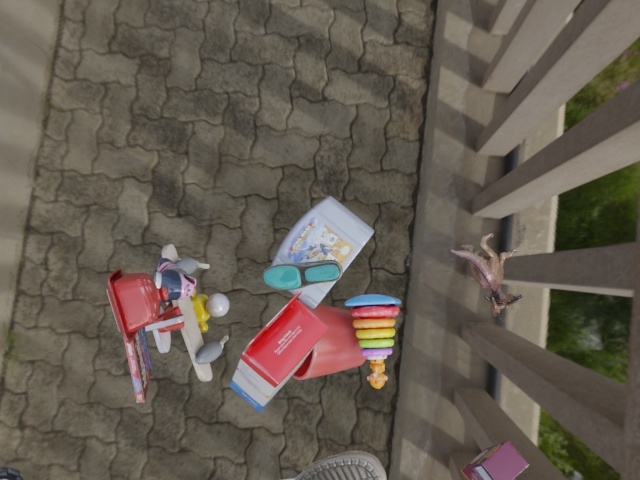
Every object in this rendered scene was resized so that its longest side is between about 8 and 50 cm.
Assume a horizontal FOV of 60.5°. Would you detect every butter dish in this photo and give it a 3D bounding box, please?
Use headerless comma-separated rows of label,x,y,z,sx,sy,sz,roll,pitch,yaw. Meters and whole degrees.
butter dish,-0.409,0.135,1.265,0.118,0.160,0.159,-16,97,-7

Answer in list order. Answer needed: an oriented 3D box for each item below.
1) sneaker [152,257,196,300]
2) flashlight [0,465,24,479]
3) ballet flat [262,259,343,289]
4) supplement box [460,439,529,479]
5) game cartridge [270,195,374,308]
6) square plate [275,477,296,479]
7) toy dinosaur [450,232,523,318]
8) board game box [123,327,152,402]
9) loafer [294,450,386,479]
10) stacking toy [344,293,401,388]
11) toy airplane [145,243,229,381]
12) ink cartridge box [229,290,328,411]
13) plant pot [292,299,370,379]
sneaker,-0.458,0.129,1.723,0.131,0.319,0.112,8,99,-14
flashlight,-0.640,0.477,1.040,0.304,0.103,0.103,-24,73,47
ballet flat,-0.045,0.090,1.463,0.214,0.068,0.072,-5,95,6
supplement box,0.469,0.618,1.494,0.104,0.188,0.080,-32,69,-19
game cartridge,-0.007,0.028,1.606,0.198,0.062,0.297,38,89,-13
square plate,-0.125,0.615,1.290,0.347,0.344,0.049,-36,51,37
toy dinosaur,0.493,0.106,1.595,0.127,0.296,0.200,-18,60,36
board game box,-0.522,0.309,1.570,0.027,0.145,0.281,-2,120,-5
loafer,0.003,0.418,0.919,0.269,0.092,0.101,-37,80,25
stacking toy,0.183,0.330,1.800,0.175,0.166,0.301,-6,80,15
toy airplane,-0.461,0.253,1.950,0.273,0.386,0.384,-15,45,-2
ink cartridge box,-0.071,0.193,0.936,0.078,0.231,0.134,40,57,8
plant pot,0.026,0.347,1.936,0.243,0.275,0.274,4,87,-26
